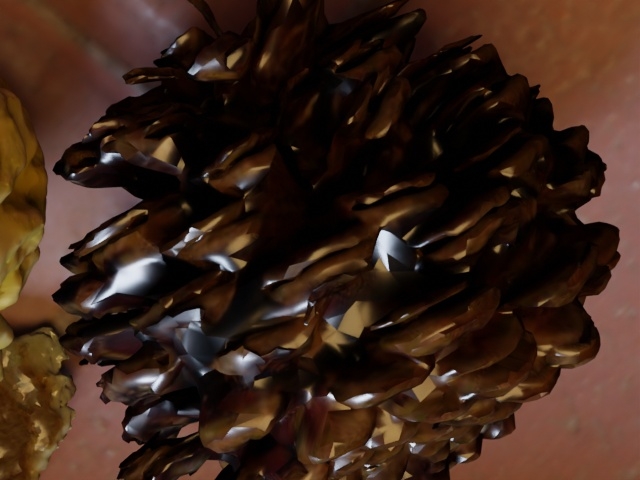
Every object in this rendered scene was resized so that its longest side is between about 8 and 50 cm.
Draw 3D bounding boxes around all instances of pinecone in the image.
[{"bbox_3d":[0.000,0.000,0.563,0.221,0.221,0.221,-4,115,-9],"label":"pinecone"}]

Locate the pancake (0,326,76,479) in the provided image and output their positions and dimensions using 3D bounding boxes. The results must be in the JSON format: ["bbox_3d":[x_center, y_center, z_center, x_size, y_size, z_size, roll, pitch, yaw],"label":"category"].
[{"bbox_3d":[-0.195,0.137,0.634,0.244,0.057,0.266,-36,96,-19],"label":"pancake"}]

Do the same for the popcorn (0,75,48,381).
[{"bbox_3d":[-0.185,-0.010,0.548,0.180,0.180,0.170,-12,71,-4],"label":"popcorn"}]
